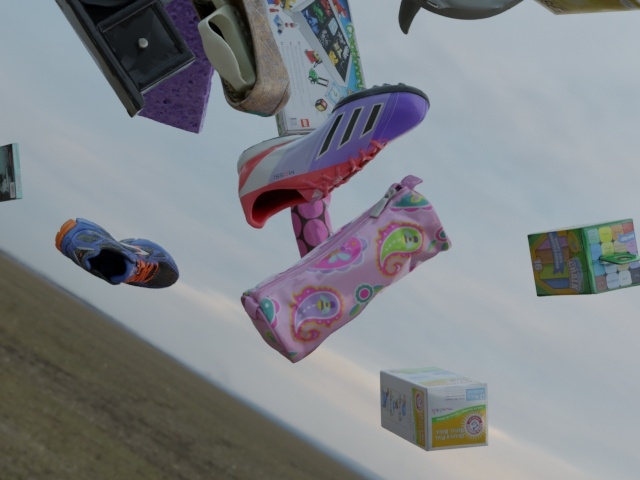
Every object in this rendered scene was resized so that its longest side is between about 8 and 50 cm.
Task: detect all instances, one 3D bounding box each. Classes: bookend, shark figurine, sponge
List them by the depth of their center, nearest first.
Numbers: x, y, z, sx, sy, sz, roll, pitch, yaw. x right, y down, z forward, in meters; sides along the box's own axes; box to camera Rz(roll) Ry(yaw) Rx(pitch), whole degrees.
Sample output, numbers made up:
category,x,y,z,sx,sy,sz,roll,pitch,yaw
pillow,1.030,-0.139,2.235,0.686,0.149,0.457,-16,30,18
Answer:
category,x,y,z,sx,sy,sz,roll,pitch,yaw
bookend,-0.160,-0.229,0.878,0.157,0.156,0.072,59,-14,-11
sponge,-0.215,-0.277,1.361,0.117,0.210,0.031,18,21,5
shark figurine,0.209,-0.373,1.363,0.278,0.166,0.116,15,23,10

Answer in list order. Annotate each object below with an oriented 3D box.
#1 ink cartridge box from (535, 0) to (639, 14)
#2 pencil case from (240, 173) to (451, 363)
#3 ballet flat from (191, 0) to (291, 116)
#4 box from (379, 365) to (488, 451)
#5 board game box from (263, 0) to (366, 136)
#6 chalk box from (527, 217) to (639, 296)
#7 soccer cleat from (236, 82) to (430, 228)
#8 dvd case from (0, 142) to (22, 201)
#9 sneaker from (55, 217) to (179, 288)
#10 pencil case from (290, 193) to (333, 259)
category,x,y,z,sx,sy,sz,roll,pitch,yaw
ink cartridge box,0.431,-0.519,1.737,0.303,0.072,0.307,16,-5,-40
pencil case,0.035,0.036,1.168,0.124,0.284,0.124,50,-11,14
ballet flat,-0.131,-0.314,1.201,0.107,0.106,0.316,-26,-93,39
box,0.187,0.278,1.511,0.114,0.103,0.203,-1,0,-17
board game box,-0.013,-0.357,1.811,0.192,0.305,0.053,-5,-12,-23
chalk box,0.520,0.032,1.724,0.132,0.132,0.213,-8,-2,-26
soccer cleat,0.016,-0.114,1.265,0.318,0.117,0.108,-22,-35,28
dvd case,-0.499,-0.103,1.404,0.013,0.087,0.119,-5,1,-42
sneaker,-0.308,0.040,1.402,0.221,0.083,0.087,20,18,-45
pencil case,0.000,0.000,1.718,0.098,0.209,0.095,-6,-8,-42
